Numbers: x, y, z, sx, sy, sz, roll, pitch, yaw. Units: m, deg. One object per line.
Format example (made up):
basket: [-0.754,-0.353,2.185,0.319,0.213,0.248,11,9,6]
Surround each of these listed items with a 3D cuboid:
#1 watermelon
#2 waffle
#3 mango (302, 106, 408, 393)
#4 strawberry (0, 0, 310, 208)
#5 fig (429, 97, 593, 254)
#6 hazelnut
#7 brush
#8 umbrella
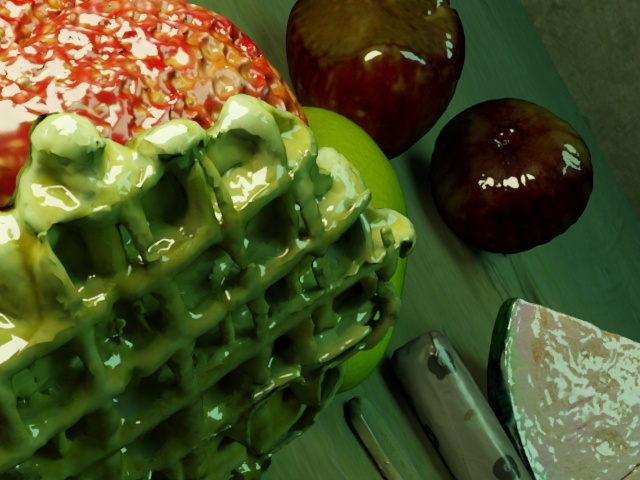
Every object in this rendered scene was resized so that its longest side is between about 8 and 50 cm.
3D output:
watermelon: [0.300,0.239,1.555,0.319,0.222,0.292,12,82,-18]
waffle: [-0.092,0.071,0.708,0.297,0.317,0.073,17,18,-48]
mango: [-0.005,-0.007,1.204,0.185,0.149,0.273,47,30,-36]
strawberry: [-0.141,-0.039,0.803,0.288,0.250,0.238,-29,132,-77]
fig: [0.270,-0.060,1.862,0.321,0.217,0.217,59,11,-65]
hazelnut: [0.052,-0.203,1.545,0.218,0.218,0.234,50,43,-26]
brush: [0.121,0.284,1.292,0.336,0.020,0.085,56,22,-13]
umbrella: [0.179,0.247,1.398,0.337,0.073,0.067,59,23,-6]
